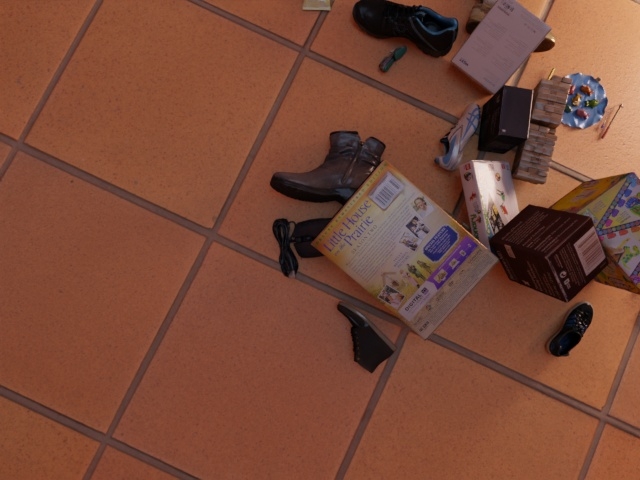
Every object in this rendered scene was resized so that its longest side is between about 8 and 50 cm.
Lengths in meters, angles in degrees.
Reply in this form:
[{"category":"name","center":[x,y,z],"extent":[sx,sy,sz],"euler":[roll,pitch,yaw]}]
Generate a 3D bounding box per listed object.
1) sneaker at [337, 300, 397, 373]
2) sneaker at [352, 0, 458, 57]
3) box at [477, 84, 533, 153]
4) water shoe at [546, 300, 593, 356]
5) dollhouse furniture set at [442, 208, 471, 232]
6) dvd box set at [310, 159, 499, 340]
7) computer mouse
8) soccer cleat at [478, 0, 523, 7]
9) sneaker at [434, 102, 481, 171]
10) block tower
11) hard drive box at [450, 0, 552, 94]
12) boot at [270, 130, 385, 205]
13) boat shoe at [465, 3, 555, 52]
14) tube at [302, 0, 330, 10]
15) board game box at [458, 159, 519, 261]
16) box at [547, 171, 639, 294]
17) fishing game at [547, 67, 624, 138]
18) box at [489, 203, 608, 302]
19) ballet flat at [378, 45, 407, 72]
[{"category":"sneaker","center":[0.111,0.286,1.341],"extent":[0.222,0.083,0.118],"euler":[43,84,1]},{"category":"sneaker","center":[0.269,-0.698,1.425],"extent":[0.341,0.139,0.124],"euler":[18,85,1]},{"category":"box","center":[0.563,-0.365,1.393],"extent":[0.093,0.158,0.155],"euler":[9,84,-2]},{"category":"water shoe","center":[0.774,0.273,1.374],"extent":[0.073,0.080,0.203],"euler":[39,84,1]},{"category":"dollhouse furniture set","center":[0.285,0.023,1.375],"extent":[0.259,0.135,0.261],"euler":[31,84,-10]},{"category":"dvd box set","center":[0.229,0.028,1.254],"extent":[0.420,0.062,0.307],"euler":[40,94,-3]},{"category":"computer mouse","center":[0.000,0.000,1.372],"extent":[0.273,0.072,0.188],"euler":[-11,84,-4]},{"category":"soccer cleat","center":[0.574,-0.777,1.488],"extent":[0.196,0.068,0.076],"euler":[44,89,9]},{"category":"sneaker","center":[0.430,-0.332,1.421],"extent":[0.086,0.085,0.237],"euler":[26,82,-5]},{"category":"block tower","center":[0.684,-0.338,1.419],"extent":[0.091,0.097,0.334],"euler":[16,84,9]},{"category":"hard drive box","center":[0.547,-0.597,1.396],"extent":[0.181,0.089,0.232],"euler":[39,117,1]},{"category":"boot","center":[0.023,-0.230,1.389],"extent":[0.339,0.118,0.222],"euler":[8,81,-13]},{"category":"boat shoe","center":[0.617,-0.686,1.457],"extent":[0.286,0.104,0.089],"euler":[19,82,2]},{"category":"tube","center":[-0.010,-0.868,1.470],"extent":[0.070,0.062,0.239],"euler":[5,96,40]},{"category":"board game box","center":[0.523,-0.088,1.370],"extent":[0.193,0.053,0.304],"euler":[-5,83,-35]},{"category":"box","center":[0.826,-0.021,1.288],"extent":[0.177,0.290,0.279],"euler":[-38,87,8]},{"category":"fishing game","center":[0.850,-0.458,1.477],"extent":[0.264,0.041,0.189],"euler":[32,86,1]},{"category":"box","center":[0.610,0.029,1.223],"extent":[0.167,0.203,0.168],"euler":[-40,114,-9]},{"category":"ballet flat","center":[0.229,-0.592,1.464],"extent":[0.041,0.041,0.114],"euler":[43,83,2]}]
